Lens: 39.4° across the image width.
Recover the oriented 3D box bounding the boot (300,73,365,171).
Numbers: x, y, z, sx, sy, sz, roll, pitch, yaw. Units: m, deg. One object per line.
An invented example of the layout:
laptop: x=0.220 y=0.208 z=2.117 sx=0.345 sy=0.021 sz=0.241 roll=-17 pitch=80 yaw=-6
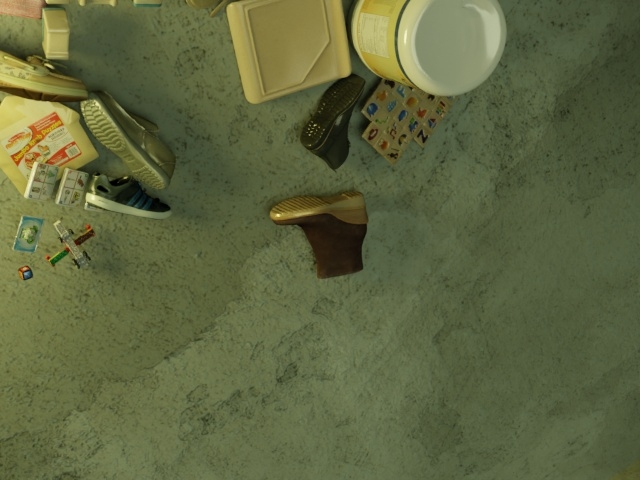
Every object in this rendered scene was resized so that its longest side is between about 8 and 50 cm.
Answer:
boot: x=0.048 y=-0.262 z=1.998 sx=0.198 sy=0.077 sz=0.137 roll=-50 pitch=142 yaw=-2

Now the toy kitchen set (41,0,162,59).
toy kitchen set: x=-0.416 y=-0.436 z=1.676 sx=0.207 sy=0.122 sz=0.166 roll=-5 pitch=136 yaw=-22

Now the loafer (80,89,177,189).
loafer: x=-0.384 y=-0.214 z=1.813 sx=0.251 sy=0.094 sz=0.087 roll=52 pitch=53 yaw=-33

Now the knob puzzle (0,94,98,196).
knob puzzle: x=-0.562 y=-0.205 z=1.757 sx=0.213 sy=0.030 sz=0.213 roll=-10 pitch=119 yaw=-19

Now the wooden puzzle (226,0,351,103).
wooden puzzle: x=-0.064 y=-0.420 z=1.874 sx=0.239 sy=0.044 sz=0.220 roll=-17 pitch=121 yaw=-11

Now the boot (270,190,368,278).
boot: x=0.000 y=0.000 z=2.080 sx=0.249 sy=0.090 sz=0.206 roll=-10 pitch=116 yaw=-24

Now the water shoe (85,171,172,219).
water shoe: x=-0.386 y=-0.093 z=1.855 sx=0.203 sy=0.073 sz=0.080 roll=9 pitch=95 yaw=-47

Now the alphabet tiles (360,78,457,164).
alphabet tiles: x=0.197 y=-0.300 z=2.040 sx=0.198 sy=0.009 sz=0.237 roll=38 pitch=83 yaw=-34

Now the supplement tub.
supplement tub: x=0.203 y=-0.426 z=1.813 sx=0.228 sy=0.316 sz=0.228 roll=-7 pitch=110 yaw=-20

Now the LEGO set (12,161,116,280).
LEGO set: x=-0.539 y=-0.033 z=1.825 sx=0.182 sy=0.060 sz=0.244 roll=11 pitch=101 yaw=-44

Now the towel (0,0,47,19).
towel: x=-0.586 y=-0.566 z=1.562 sx=0.237 sy=0.037 sz=0.328 roll=2 pitch=114 yaw=-26

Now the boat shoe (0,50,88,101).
boat shoe: x=-0.568 y=-0.319 z=1.646 sx=0.285 sy=0.105 sz=0.089 roll=11 pitch=85 yaw=-23

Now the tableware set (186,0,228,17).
tableware set: x=-0.193 y=-0.533 z=1.736 sx=0.194 sy=0.039 sz=0.128 roll=-41 pitch=150 yaw=17
